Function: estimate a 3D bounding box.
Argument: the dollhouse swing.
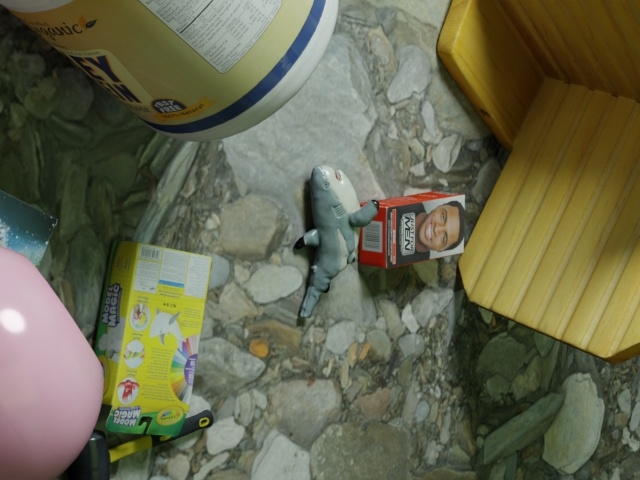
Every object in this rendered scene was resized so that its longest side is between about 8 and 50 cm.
[{"bbox_3d":[0.262,-0.093,1.763,0.305,0.347,0.315,-53,133,-12],"label":"dollhouse swing"}]

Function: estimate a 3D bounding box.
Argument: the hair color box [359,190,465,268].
[{"bbox_3d":[0.105,-0.013,1.817,0.141,0.043,0.072,-11,105,-47],"label":"hair color box"}]

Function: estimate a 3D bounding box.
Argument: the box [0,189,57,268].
[{"bbox_3d":[-0.340,0.011,1.327,0.233,0.044,0.159,31,75,-46],"label":"box"}]

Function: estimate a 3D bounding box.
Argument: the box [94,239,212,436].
[{"bbox_3d":[-0.164,0.096,1.536,0.105,0.043,0.179,14,82,-48],"label":"box"}]

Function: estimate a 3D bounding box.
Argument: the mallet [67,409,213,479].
[{"bbox_3d":[-0.173,0.188,1.560,0.189,0.039,0.062,-26,114,-48],"label":"mallet"}]

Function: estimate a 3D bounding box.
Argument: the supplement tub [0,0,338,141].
[{"bbox_3d":[-0.154,-0.250,1.344,0.316,0.228,0.228,40,68,-44],"label":"supplement tub"}]

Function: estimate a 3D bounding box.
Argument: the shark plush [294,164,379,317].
[{"bbox_3d":[0.000,0.000,1.721,0.067,0.073,0.161,10,111,-29],"label":"shark plush"}]

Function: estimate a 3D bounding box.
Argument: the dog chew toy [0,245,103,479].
[{"bbox_3d":[-0.333,0.147,1.215,0.331,0.206,0.207,-34,124,-12],"label":"dog chew toy"}]
